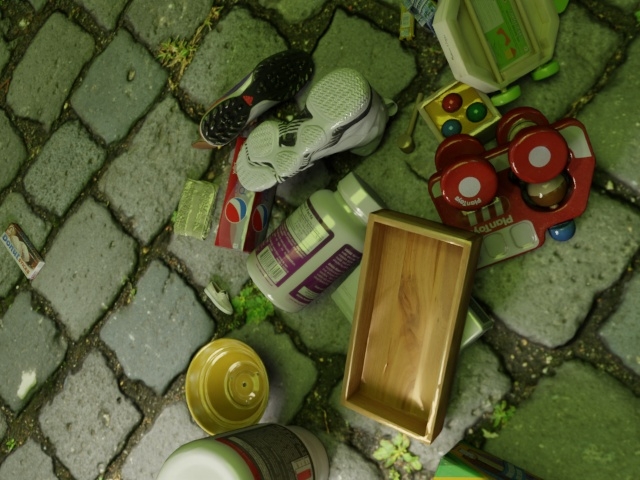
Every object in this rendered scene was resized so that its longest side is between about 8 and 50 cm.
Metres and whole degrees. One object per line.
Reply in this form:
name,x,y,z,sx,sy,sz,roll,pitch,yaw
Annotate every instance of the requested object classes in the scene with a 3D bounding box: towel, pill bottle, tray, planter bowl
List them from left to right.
towel,-0.313,-0.079,1.525,0.110,0.027,0.148,12,87,26
planter bowl,-0.191,0.329,1.373,0.217,0.090,0.217,-4,81,23
pill bottle,-0.130,0.467,1.174,0.210,0.363,0.210,-4,80,24
pill bottle,0.000,0.000,1.293,0.301,0.169,0.169,-42,68,13
tray,0.167,0.163,1.167,0.202,0.076,0.411,18,110,30

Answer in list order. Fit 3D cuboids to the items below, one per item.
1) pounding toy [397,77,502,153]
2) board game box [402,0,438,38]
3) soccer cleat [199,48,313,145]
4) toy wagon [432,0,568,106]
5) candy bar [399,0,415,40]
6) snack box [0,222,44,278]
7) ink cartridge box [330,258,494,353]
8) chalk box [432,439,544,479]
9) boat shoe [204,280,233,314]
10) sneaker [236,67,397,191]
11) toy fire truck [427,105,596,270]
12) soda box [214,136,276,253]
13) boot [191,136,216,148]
pounding toy,0.243,-0.254,1.260,0.206,0.094,0.181,-33,70,16
board game box,0.237,-0.476,1.263,0.060,0.194,0.194,-47,52,29
soccer cleat,-0.158,-0.346,1.445,0.318,0.109,0.116,-40,23,-4
toy wagon,0.373,-0.431,1.172,0.344,0.068,0.267,-33,105,-22
candy bar,0.197,-0.525,1.363,0.040,0.018,0.161,0,83,28
snack box,-0.865,0.028,1.762,0.178,0.022,0.064,45,102,23
ink cartridge box,0.178,0.140,1.253,0.275,0.060,0.239,53,125,21
chalk box,0.332,0.506,1.060,0.289,0.179,0.180,20,91,26
boat shoe,-0.238,0.135,1.456,0.100,0.035,0.035,43,103,30
sneaker,-0.002,-0.213,1.314,0.366,0.210,0.137,-34,69,29
toy fire truck,0.360,-0.090,1.140,0.302,0.169,0.254,-22,112,15
soda box,-0.166,-0.103,1.425,0.083,0.092,0.263,10,87,26
boot,-0.269,-0.280,1.531,0.118,0.042,0.087,-3,75,23
